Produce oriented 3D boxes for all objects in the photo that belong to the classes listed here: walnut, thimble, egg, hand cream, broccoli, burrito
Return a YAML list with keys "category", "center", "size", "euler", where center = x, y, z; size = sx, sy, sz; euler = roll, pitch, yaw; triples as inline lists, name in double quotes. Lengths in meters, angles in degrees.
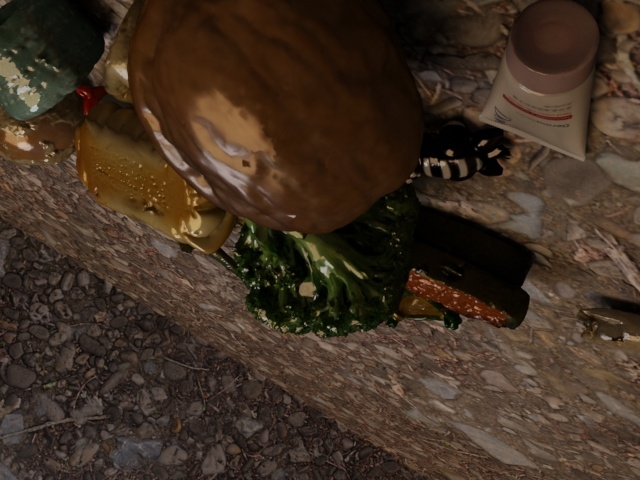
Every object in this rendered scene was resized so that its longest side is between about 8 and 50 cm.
- category: "walnut"
  center: [-0.050, -0.176, 0.912]
  size: [0.306, 0.306, 0.344]
  euler: [8, 156, 47]
- category: "thimble"
  center: [-0.446, -0.297, 1.290]
  size: [0.143, 0.198, 0.235]
  euler: [50, 171, -32]
- category: "egg"
  center: [-0.554, -0.248, 1.568]
  size: [0.245, 0.203, 0.203]
  euler: [35, 162, 20]
- category: "hand cream"
  center: [0.230, -0.155, 0.877]
  size: [0.133, 0.083, 0.248]
  euler: [27, 169, 17]
- category: "broccoli"
  center: [0.000, 0.000, 1.181]
  size: [0.308, 0.308, 0.275]
  euler: [19, 173, 29]
- category: "burrito"
  center: [0.486, 0.140, 1.206]
  size: [0.226, 0.060, 0.087]
  euler: [13, 153, 37]

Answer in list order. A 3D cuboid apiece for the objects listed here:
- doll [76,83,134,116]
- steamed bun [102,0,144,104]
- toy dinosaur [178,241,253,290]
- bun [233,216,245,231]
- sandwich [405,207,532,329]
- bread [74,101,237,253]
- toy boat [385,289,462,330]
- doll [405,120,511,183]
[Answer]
- category: "doll"
  center: [-0.331, -0.188, 1.545]
  size: [0.200, 0.105, 0.336]
  euler: [15, 162, 42]
- category: "steamed bun"
  center: [-0.217, -0.253, 1.193]
  size: [0.155, 0.141, 0.172]
  euler: [24, 166, -9]
- category: "toy dinosaur"
  center: [-0.242, -0.044, 1.380]
  size: [0.363, 0.076, 0.147]
  euler: [44, 178, 4]
- category: "bun"
  center: [-0.127, -0.095, 1.394]
  size: [0.259, 0.152, 0.259]
  euler: [29, 159, 12]
- category: "sandwich"
  center: [0.215, 0.047, 1.316]
  size: [0.292, 0.109, 0.212]
  euler: [19, 166, 42]
- category: "bread"
  center: [-0.244, -0.110, 1.234]
  size: [0.311, 0.121, 0.173]
  euler: [25, 124, 34]
- category: "toy boat"
  center: [0.197, 0.127, 1.538]
  size: [0.089, 0.088, 0.229]
  euler: [39, 159, -18]
- category: "doll"
  center: [0.133, -0.109, 1.064]
  size: [0.219, 0.067, 0.091]
  euler: [-3, 144, 13]
